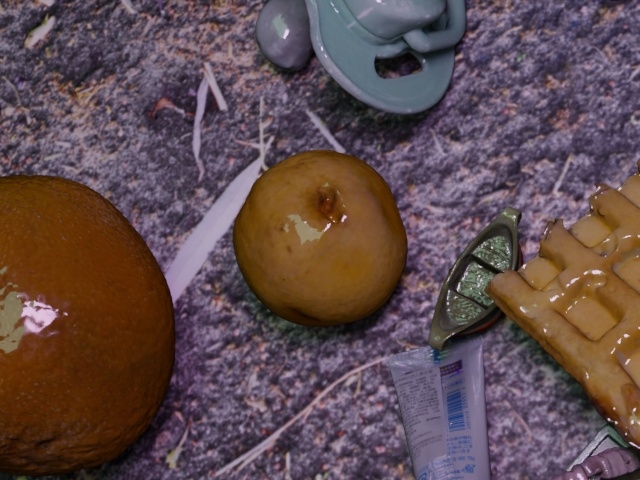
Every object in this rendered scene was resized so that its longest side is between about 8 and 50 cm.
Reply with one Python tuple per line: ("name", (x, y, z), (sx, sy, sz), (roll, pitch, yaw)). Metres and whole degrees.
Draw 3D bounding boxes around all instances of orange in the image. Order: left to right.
("orange", (-0.331, 0.092, 1.661), (0.322, 0.322, 0.357), (-17, 56, 14))

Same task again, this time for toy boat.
("toy boat", (0.182, 0.050, 1.615), (0.089, 0.071, 0.185), (28, 84, 25))

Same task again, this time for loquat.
("loquat", (0.000, 0.000, 1.636), (0.208, 0.208, 0.208), (-6, 70, 18))

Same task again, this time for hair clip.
("hair clip", (0.325, 0.250, 1.445), (0.300, 0.173, 0.069), (-10, 63, -7))

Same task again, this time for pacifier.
("pacifier", (0.028, -0.298, 1.736), (0.269, 0.288, 0.343), (-24, 83, 47))

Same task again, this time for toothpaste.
("toothpaste", (0.142, 0.234, 1.548), (0.114, 0.073, 0.299), (-17, 46, 14))

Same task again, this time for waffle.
("waffle", (0.380, 0.041, 1.469), (0.348, 0.077, 0.304), (-36, 47, -7))

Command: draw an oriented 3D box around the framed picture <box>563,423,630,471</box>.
("framed picture", (0.302, 0.309, 1.516), (0.142, 0.011, 0.183), (41, 88, 27))
